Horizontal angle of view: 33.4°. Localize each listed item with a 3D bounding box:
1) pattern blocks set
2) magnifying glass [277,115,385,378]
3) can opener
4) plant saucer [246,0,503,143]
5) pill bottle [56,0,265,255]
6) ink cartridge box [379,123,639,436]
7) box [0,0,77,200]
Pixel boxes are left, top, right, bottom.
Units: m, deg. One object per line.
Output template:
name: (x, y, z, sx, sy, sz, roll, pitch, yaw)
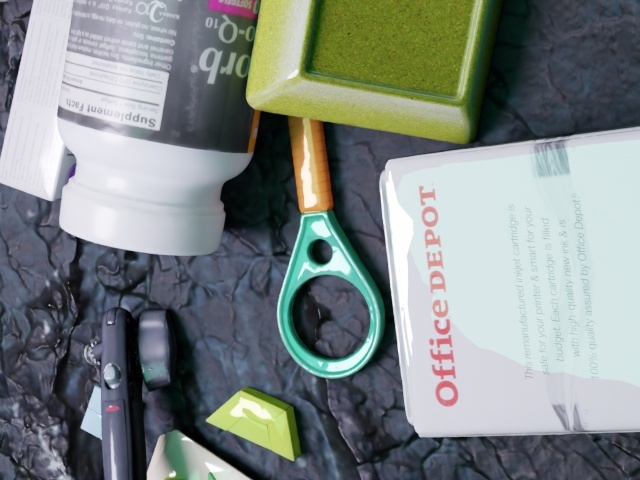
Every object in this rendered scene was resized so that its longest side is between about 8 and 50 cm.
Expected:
pattern blocks set: (-0.090, 0.269, 0.945, 0.324, 0.026, 0.286, 14, 100, 19)
magnifying glass: (0.000, 0.000, 0.887, 0.092, 0.026, 0.231, -6, 92, 21)
can opener: (-0.167, 0.145, 0.913, 0.073, 0.059, 0.186, -10, 65, 21)
plant saucer: (0.053, -0.175, 0.790, 0.188, 0.045, 0.188, 8, 99, -13)
pill bottle: (-0.121, -0.138, 0.846, 0.162, 0.162, 0.279, 14, 100, 19)
ink cartridge box: (0.201, 0.024, 0.764, 0.282, 0.117, 0.207, -5, 93, 20)
box: (-0.206, -0.197, 0.923, 0.067, 0.063, 0.324, 18, 101, 20)
